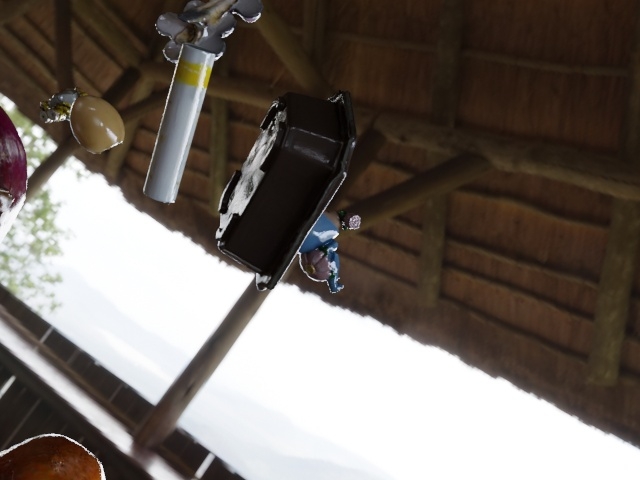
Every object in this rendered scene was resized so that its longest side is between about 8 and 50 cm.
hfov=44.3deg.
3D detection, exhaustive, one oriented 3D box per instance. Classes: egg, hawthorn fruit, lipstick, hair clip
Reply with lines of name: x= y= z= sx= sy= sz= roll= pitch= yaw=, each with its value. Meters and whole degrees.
egg: x=-0.364 y=-0.191 z=1.275 sx=0.080 sy=0.080 sz=0.096 roll=15 pitch=-49 yaw=55
hawthorn fruit: x=-0.406 y=0.383 z=1.159 sx=0.211 sy=0.211 sz=0.299 roll=34 pitch=19 yaw=3
lipstick: x=-0.237 y=-0.193 z=1.310 sx=0.059 sy=0.264 sz=0.059 roll=18 pitch=16 yaw=-5
hair clip: x=-0.184 y=-0.406 z=1.380 sx=0.146 sy=0.257 sz=0.075 roll=26 pitch=-34 yaw=22

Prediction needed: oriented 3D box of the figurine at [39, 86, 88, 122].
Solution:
figurine: x=-0.527 y=-0.276 z=1.627 sx=0.143 sy=0.101 sz=0.068 roll=-130 pitch=-157 yaw=-66

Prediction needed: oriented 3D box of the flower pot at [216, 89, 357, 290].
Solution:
flower pot: x=-0.054 y=-0.071 z=0.957 sx=0.084 sy=0.251 sz=0.179 roll=21 pitch=33 yaw=-18

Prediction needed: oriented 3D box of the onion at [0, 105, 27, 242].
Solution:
onion: x=-0.481 y=-0.011 z=0.882 sx=0.347 sy=0.347 sz=0.385 roll=1 pitch=-69 yaw=67

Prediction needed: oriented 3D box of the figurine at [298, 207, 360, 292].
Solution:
figurine: x=0.005 y=-0.001 z=1.453 sx=0.178 sy=0.144 sz=0.114 roll=64 pitch=-16 yaw=-18
